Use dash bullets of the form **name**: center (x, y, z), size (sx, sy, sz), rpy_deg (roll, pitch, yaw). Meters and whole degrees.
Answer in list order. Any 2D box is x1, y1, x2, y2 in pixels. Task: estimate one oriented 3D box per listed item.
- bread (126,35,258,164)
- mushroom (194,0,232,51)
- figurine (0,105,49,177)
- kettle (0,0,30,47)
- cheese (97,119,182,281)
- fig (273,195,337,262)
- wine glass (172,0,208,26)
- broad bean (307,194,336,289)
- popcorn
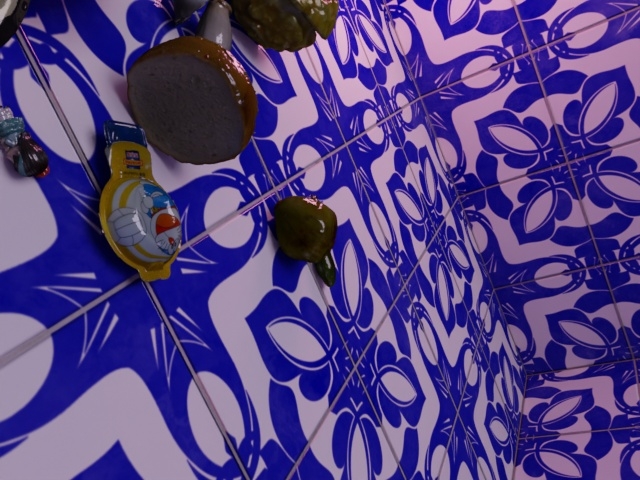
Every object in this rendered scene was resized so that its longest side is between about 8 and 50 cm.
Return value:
- **bread**: center (-0.222, -0.241, 1.031), size (0.236, 0.236, 0.070), rpy_deg (59, 31, -23)
- **mushroom**: center (-0.230, -0.349, 1.209), size (0.097, 0.109, 0.351), rpy_deg (7, 66, -16)
- **figurine**: center (-0.421, -0.137, 0.821), size (0.106, 0.047, 0.060), rpy_deg (61, -6, -6)
- **kettle**: center (-0.474, -0.319, 0.610), size (0.321, 0.228, 0.324), rpy_deg (11, 72, -29)
- **cheese**: center (-0.299, -0.065, 0.962), size (0.177, 0.069, 0.270), rpy_deg (-4, 79, -61)
- **fig**: center (-0.035, -0.031, 1.351), size (0.154, 0.144, 0.165), rpy_deg (-39, 104, -21)
- **wine glass**: center (-0.304, -0.542, 1.176), size (0.183, 0.122, 0.122), rpy_deg (51, 35, -30)
- **broad bean**: center (-0.001, -0.001, 1.474), size (0.065, 0.047, 0.254), rpy_deg (26, 51, -69)
- **popcorn**: center (-0.094, -0.603, 1.427), size (0.282, 0.282, 0.246), rpy_deg (35, 58, -48)
